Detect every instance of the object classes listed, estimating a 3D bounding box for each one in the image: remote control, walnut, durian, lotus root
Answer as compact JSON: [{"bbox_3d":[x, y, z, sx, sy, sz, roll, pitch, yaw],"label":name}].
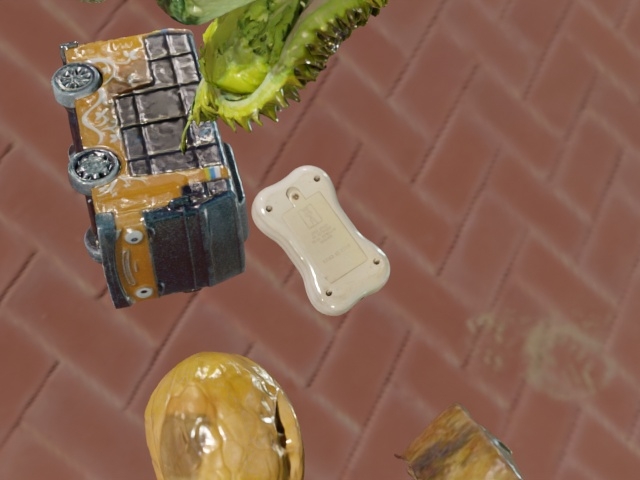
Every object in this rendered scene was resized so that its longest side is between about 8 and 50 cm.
[{"bbox_3d":[0.000,0.000,1.301,0.074,0.032,0.122,-32,79,-17],"label":"remote control"},{"bbox_3d":[-0.093,0.212,1.604,0.159,0.159,0.207,-5,69,-39],"label":"walnut"},{"bbox_3d":[-0.058,-0.187,1.649,0.106,0.375,0.132,-24,87,-50],"label":"durian"},{"bbox_3d":[0.233,0.351,1.746,0.111,0.390,0.375,-36,79,-1],"label":"lotus root"}]

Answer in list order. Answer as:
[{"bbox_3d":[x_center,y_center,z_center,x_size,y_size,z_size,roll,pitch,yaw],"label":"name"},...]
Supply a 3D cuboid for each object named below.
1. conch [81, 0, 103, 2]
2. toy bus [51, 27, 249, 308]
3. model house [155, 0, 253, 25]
[{"bbox_3d":[-0.207,-0.246,1.453,0.076,0.085,0.057,25,75,-10],"label":"conch"},{"bbox_3d":[-0.204,-0.093,1.901,0.194,0.162,0.323,-12,49,-8],"label":"toy bus"},{"bbox_3d":[-0.119,-0.332,1.446,0.189,0.195,0.214,21,52,-73],"label":"model house"}]
